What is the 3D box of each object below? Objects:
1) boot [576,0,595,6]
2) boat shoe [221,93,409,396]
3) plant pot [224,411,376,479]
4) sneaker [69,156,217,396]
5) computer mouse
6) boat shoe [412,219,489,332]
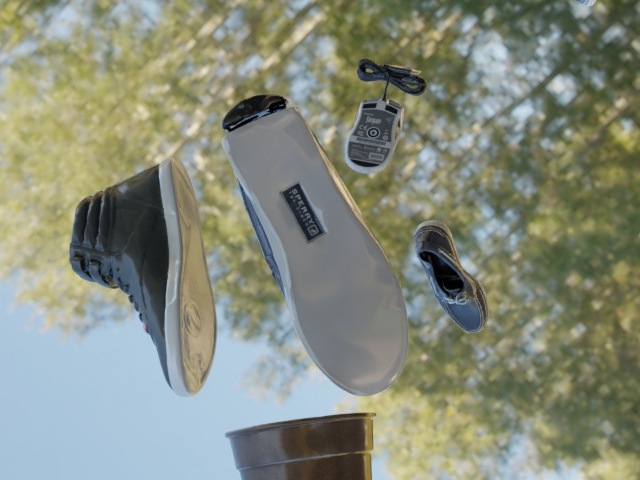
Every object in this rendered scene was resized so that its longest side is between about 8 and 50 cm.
[{"bbox_3d":[0.401,-0.467,2.188,0.069,0.086,0.190,-127,27,-61],"label":"boot"},{"bbox_3d":[0.000,0.000,1.487,0.158,0.127,0.341,-78,-34,-86],"label":"boat shoe"},{"bbox_3d":[-0.010,0.278,1.458,0.167,0.167,0.165,9,-110,-59],"label":"plant pot"},{"bbox_3d":[-0.211,0.055,1.578,0.104,0.146,0.296,47,-150,-61],"label":"sneaker"},{"bbox_3d":[0.081,-0.168,1.918,0.106,0.193,0.042,13,153,11],"label":"computer mouse"},{"bbox_3d":[0.190,0.068,2.006,0.206,0.075,0.065,62,-152,-28],"label":"boat shoe"}]
